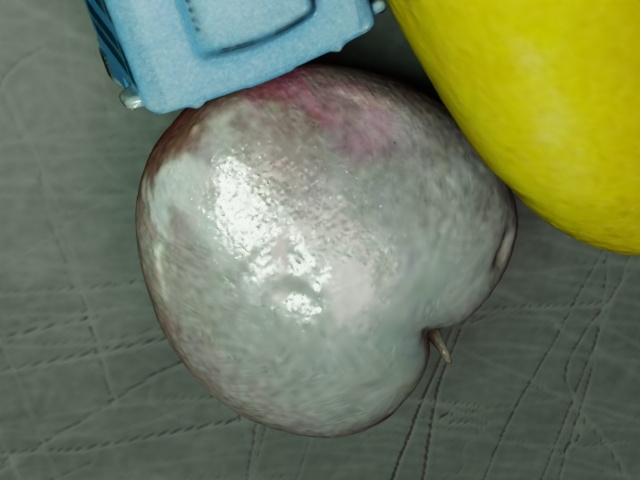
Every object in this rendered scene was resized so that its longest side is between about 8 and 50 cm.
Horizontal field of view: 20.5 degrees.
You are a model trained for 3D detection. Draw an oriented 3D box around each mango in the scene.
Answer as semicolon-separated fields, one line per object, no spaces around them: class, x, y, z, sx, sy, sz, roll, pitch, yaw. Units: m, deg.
mango;0.128;-0.201;0.706;0.301;0.221;0.445;-34;128;-43

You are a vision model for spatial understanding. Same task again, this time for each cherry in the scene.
cherry;-0.004;0.002;0.801;0.176;0.140;0.176;-3;105;-11

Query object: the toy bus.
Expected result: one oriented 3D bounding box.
toy bus;-0.065;-0.169;0.714;0.116;0.133;0.234;-23;116;-9
